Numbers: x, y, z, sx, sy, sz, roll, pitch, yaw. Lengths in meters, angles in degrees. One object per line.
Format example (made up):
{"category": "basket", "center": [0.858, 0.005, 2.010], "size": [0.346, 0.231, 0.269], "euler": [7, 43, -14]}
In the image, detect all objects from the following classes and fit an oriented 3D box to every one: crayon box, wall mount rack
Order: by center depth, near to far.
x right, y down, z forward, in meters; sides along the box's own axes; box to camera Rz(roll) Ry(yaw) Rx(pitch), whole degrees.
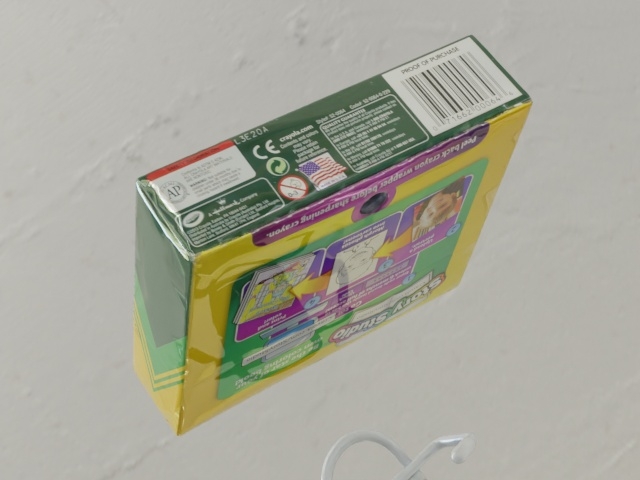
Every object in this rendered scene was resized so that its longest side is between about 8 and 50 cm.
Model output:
{"category": "crayon box", "center": [0.000, 0.000, 1.209], "size": [0.106, 0.363, 0.313], "euler": [52, -27, 24]}
{"category": "wall mount rack", "center": [0.108, 0.379, 1.345], "size": [0.350, 0.304, 0.130], "euler": [54, -27, -6]}
